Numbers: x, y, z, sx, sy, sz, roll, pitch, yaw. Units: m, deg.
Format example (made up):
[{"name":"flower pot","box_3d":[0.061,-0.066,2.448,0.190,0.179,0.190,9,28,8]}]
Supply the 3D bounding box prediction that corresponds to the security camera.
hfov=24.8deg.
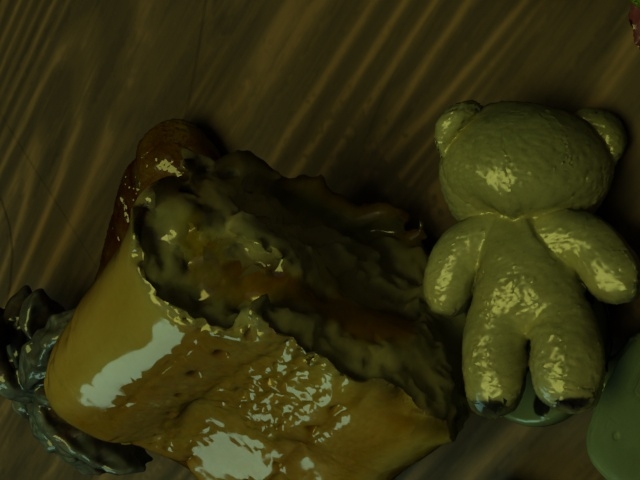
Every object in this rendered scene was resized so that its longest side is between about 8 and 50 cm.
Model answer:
[{"name":"security camera","box_3d":[0.257,0.125,1.299,0.301,0.080,0.157,36,110,43]}]

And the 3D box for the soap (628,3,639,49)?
[{"name":"soap","box_3d":[0.347,-0.192,1.125,0.162,0.099,0.250,54,129,19]}]

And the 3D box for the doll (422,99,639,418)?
[{"name":"doll","box_3d":[0.181,0.019,1.282,0.149,0.175,0.278,110,163,-76]}]

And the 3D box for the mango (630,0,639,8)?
[{"name":"mango","box_3d":[0.261,-0.248,1.089,0.091,0.074,0.165,21,120,24]}]

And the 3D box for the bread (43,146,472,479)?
[{"name":"bread","box_3d":[-0.067,0.101,1.421,0.361,0.250,0.394,29,140,-12]}]

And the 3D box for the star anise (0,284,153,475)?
[{"name":"star anise","box_3d":[-0.326,0.176,1.750,0.316,0.139,0.359,55,154,21]}]

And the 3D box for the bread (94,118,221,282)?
[{"name":"bread","box_3d":[-0.201,0.015,1.669,0.124,0.084,0.344,42,126,25]}]
